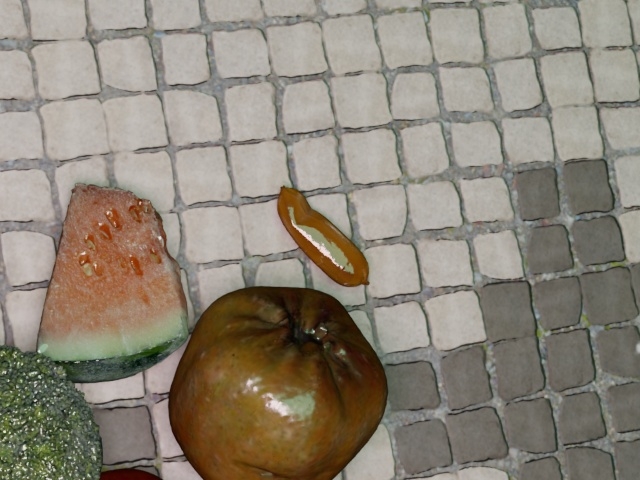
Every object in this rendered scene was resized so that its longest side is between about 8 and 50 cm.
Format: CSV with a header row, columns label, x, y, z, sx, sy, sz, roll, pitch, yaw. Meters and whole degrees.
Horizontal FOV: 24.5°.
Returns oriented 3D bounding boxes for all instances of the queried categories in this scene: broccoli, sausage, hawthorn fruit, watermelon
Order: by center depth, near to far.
label,x,y,z,sx,sy,sz,roll,pitch,yaw
broccoli,-0.362,0.238,1.765,0.226,0.198,0.176,33,114,15
hawthorn fruit,-0.063,0.213,1.887,0.267,0.301,0.268,17,41,-16
watermelon,-0.277,0.052,1.924,0.193,0.140,0.257,-1,71,-13
sausage,0.000,0.000,2.046,0.183,0.054,0.062,44,39,-4

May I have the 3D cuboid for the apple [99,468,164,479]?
label,x,y,z,sx,sy,sz,roll,pitch,yaw
apple,-0.241,0.372,1.846,0.181,0.168,0.181,3,75,-12
